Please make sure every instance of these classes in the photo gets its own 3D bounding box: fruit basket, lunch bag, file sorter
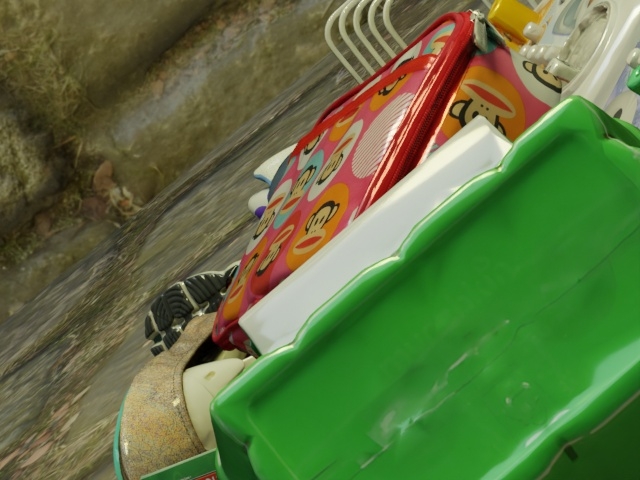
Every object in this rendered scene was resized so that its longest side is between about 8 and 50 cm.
[{"bbox_3d":[0.090,0.084,0.836,0.327,0.165,0.353,-41,-18,0],"label":"fruit basket"},{"bbox_3d":[0.051,-0.032,1.302,0.258,0.120,0.293,-62,13,-22],"label":"lunch bag"},{"bbox_3d":[0.140,-0.225,1.999,0.193,0.173,0.277,-42,11,-8],"label":"file sorter"}]

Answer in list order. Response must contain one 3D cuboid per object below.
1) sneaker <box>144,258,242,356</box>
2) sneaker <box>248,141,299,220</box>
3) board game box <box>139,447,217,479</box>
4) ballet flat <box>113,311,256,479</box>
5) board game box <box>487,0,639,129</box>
[{"bbox_3d":[-0.054,0.058,1.818,0.275,0.107,0.110,-28,-4,31],"label":"sneaker"},{"bbox_3d":[0.000,-0.001,1.598,0.236,0.130,0.323,-5,26,47],"label":"sneaker"},{"bbox_3d":[0.059,0.100,1.117,0.213,0.046,0.317,-18,-6,-39],"label":"board game box"},{"bbox_3d":[-0.092,0.126,1.613,0.106,0.107,0.316,-23,17,16],"label":"ballet flat"},{"bbox_3d":[0.187,-0.137,1.358,0.390,0.050,0.390,-49,16,44],"label":"board game box"}]
